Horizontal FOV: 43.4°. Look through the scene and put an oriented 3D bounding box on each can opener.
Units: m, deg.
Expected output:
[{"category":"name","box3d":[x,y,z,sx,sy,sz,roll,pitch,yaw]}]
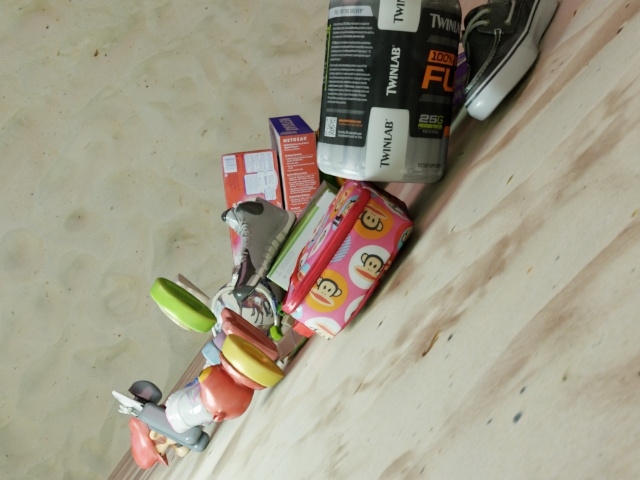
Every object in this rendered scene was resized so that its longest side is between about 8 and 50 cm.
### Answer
[{"category":"can opener","box3d":[-0.345,0.370,1.735,0.280,0.074,0.093,18,63,39]}]

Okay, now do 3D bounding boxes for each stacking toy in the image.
[{"category":"stacking toy","box3d":[-0.213,0.196,1.478,0.130,0.280,0.309,-53,2,1]}]

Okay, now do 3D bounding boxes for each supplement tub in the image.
[{"category":"supplement tub","box3d":[0.107,-0.264,1.247,0.207,0.207,0.337,-93,7,-80]}]

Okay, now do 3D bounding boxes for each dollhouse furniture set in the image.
[{"category":"dollhouse furniture set","box3d":[-0.044,0.172,1.484,0.076,0.059,0.151,-46,27,12]}]

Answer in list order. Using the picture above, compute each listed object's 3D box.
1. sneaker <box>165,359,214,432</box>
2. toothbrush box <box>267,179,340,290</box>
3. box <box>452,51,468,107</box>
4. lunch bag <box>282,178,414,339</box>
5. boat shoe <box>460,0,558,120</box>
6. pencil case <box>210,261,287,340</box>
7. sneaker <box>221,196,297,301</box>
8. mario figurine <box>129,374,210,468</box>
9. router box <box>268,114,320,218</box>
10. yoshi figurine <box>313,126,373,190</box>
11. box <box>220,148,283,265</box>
[{"category":"sneaker","box3d":[-0.197,0.302,1.650,0.111,0.103,0.252,-12,22,37]},{"category":"toothbrush box","box3d":[0.000,0.000,1.632,0.206,0.122,0.283,-55,5,6]},{"category":"box","box3d":[0.225,-0.280,1.494,0.201,0.057,0.293,-37,7,4]},{"category":"lunch bag","box3d":[0.032,0.035,1.267,0.258,0.120,0.293,-58,4,9]},{"category":"boat shoe","box3d":[0.271,-0.312,1.260,0.121,0.119,0.335,-48,9,48]},{"category":"pencil case","box3d":[-0.162,0.126,1.967,0.410,0.160,0.183,-82,7,-78]},{"category":"sneaker","box3d":[-0.149,0.005,1.558,0.086,0.132,0.228,-51,9,52]},{"category":"mario figurine","box3d":[-0.295,0.409,1.858,0.320,0.170,0.198,-45,-31,-5]},{"category":"router box","box3d":[-0.059,-0.130,1.921,0.335,0.082,0.301,-117,21,-73]},{"category":"yoshi figurine","box3d":[0.046,-0.177,1.913,0.362,0.203,0.203,5,-72,-85]},{"category":"box","box3d":[-0.154,-0.079,1.861,0.122,0.128,0.256,-143,46,-81]}]
